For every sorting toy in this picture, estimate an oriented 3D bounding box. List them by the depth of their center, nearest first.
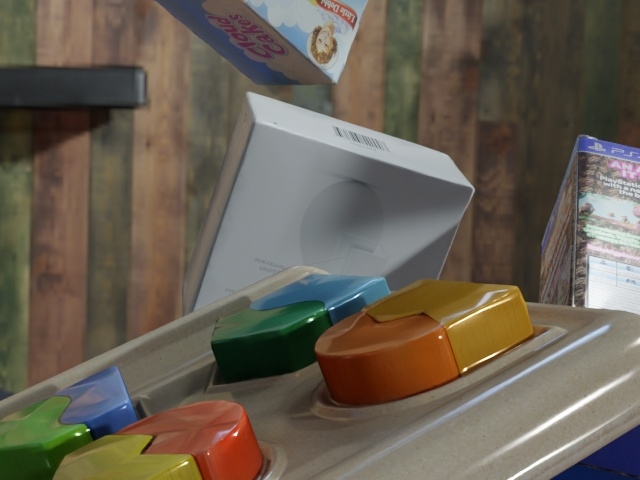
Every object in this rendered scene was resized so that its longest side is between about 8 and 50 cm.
[{"bbox_3d":[-0.026,0.052,0.407,0.208,0.193,0.038,9,-60,60],"label":"sorting toy"}]

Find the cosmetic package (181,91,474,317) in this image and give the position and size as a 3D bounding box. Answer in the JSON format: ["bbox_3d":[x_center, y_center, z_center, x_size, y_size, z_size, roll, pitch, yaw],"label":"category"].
[{"bbox_3d":[0.000,0.000,1.289,0.138,0.224,0.225,-110,-142,-71],"label":"cosmetic package"}]

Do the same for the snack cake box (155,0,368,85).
[{"bbox_3d":[-0.067,-0.238,0.919,0.089,0.264,0.152,6,-109,39],"label":"snack cake box"}]

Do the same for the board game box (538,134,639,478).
[{"bbox_3d":[0.319,0.064,1.149,0.291,0.232,0.141,-73,176,-51],"label":"board game box"}]
